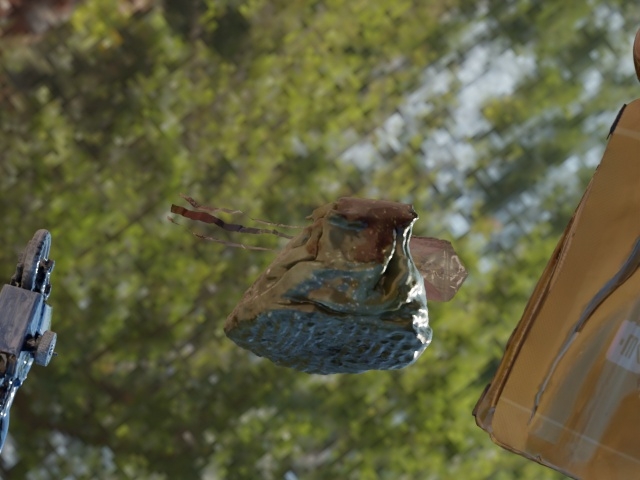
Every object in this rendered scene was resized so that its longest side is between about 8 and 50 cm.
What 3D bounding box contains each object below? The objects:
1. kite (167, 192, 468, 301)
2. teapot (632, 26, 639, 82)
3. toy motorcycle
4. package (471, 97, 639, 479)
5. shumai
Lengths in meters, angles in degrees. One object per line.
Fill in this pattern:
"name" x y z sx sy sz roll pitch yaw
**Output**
"kite" -0.001 0.003 2.145 0.204 0.360 0.022 -74 178 -69
"teapot" 0.361 -0.196 1.736 0.116 0.116 0.173 -31 180 44
"toy motorcycle" -0.307 0.112 1.772 0.135 0.092 0.254 108 -3 -51
"package" 0.262 0.052 1.501 0.165 0.221 0.311 35 81 -56
"shumai" 0.004 0.027 1.556 0.184 0.184 0.142 -29 -131 52
